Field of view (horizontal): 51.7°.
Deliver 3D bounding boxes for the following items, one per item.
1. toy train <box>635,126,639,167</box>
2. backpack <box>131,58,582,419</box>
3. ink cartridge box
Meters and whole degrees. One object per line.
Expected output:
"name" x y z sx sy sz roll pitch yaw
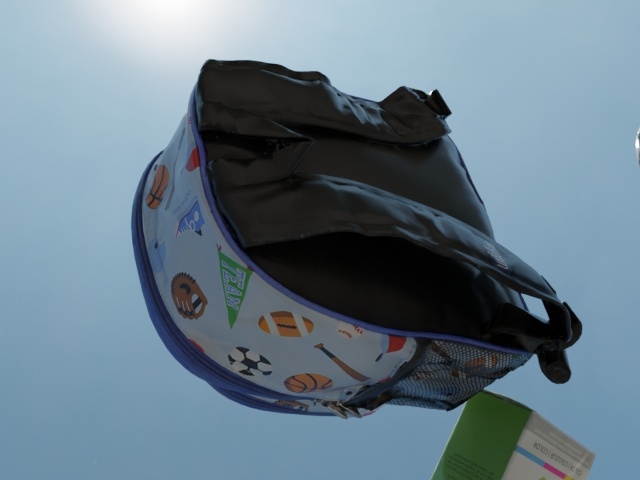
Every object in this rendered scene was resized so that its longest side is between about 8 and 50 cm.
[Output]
"toy train" 0.414 -0.109 0.493 0.333 0.190 0.142 -3 -123 9
"backpack" 0.000 0.000 0.479 0.263 0.213 0.277 19 -142 -39
"ink cartridge box" 0.125 0.233 0.508 0.109 0.062 0.209 36 -104 -34
